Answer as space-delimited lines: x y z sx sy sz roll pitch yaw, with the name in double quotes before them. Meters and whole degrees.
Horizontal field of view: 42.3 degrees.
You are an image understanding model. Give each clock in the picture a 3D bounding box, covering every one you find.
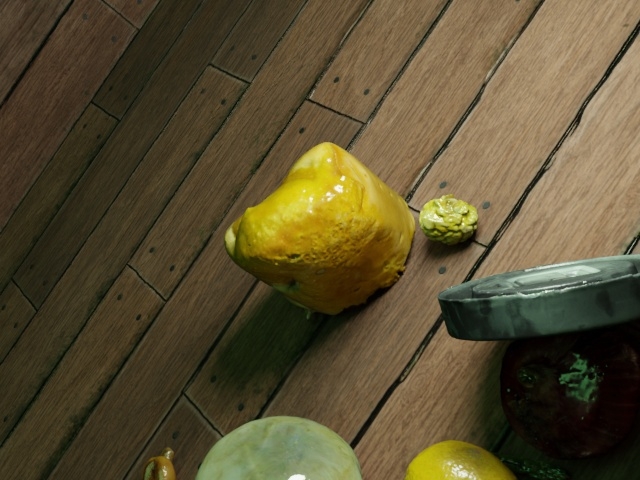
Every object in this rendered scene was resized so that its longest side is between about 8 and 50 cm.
"clock" 0.388 0.092 1.375 0.386 0.386 0.077 -10 91 36

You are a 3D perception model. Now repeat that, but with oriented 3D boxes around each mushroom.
"mushroom" -0.081 0.492 1.574 0.352 0.260 0.352 -4 29 2

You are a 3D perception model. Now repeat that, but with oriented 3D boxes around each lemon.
"lemon" 0.245 0.441 1.403 0.256 0.188 0.188 22 80 42

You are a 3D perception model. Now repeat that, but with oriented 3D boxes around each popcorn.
"popcorn" 0.269 -0.048 1.734 0.120 0.116 0.106 -18 37 32

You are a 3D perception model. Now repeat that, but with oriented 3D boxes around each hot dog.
"hot dog" -0.381 0.562 1.963 0.089 0.060 0.140 -24 58 23

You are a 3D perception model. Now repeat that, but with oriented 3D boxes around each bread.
"bread" 0.000 0.000 1.760 0.361 0.394 0.250 -41 61 10

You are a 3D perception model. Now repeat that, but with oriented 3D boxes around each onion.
"onion" 0.403 0.235 1.368 0.252 0.219 0.252 -24 55 39

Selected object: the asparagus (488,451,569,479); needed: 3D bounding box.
"asparagus" 0.357 0.396 1.445 0.165 0.030 0.036 0 41 43
